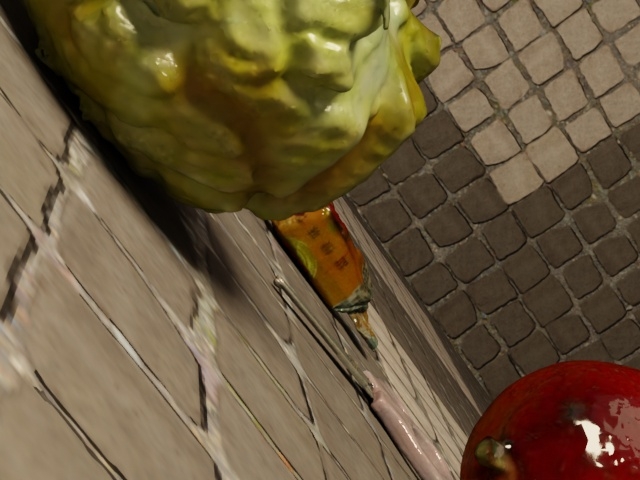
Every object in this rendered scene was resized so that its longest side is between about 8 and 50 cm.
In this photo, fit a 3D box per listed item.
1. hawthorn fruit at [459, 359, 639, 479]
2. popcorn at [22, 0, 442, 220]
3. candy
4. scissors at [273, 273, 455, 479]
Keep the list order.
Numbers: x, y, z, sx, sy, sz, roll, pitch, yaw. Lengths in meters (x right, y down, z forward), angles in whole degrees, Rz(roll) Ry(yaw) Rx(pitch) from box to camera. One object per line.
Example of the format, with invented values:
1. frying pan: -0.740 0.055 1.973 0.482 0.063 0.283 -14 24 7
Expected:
1. hawthorn fruit: 0.169 0.157 0.896 0.188 0.169 0.169 22 20 -27
2. popcorn: -0.030 -0.119 0.565 0.198 0.213 0.198 23 -3 1
3. candy: 0.000 0.000 0.937 0.182 0.046 0.053 56 5 -26
4. scissors: 0.024 0.082 0.800 0.189 0.015 0.100 50 5 -34
